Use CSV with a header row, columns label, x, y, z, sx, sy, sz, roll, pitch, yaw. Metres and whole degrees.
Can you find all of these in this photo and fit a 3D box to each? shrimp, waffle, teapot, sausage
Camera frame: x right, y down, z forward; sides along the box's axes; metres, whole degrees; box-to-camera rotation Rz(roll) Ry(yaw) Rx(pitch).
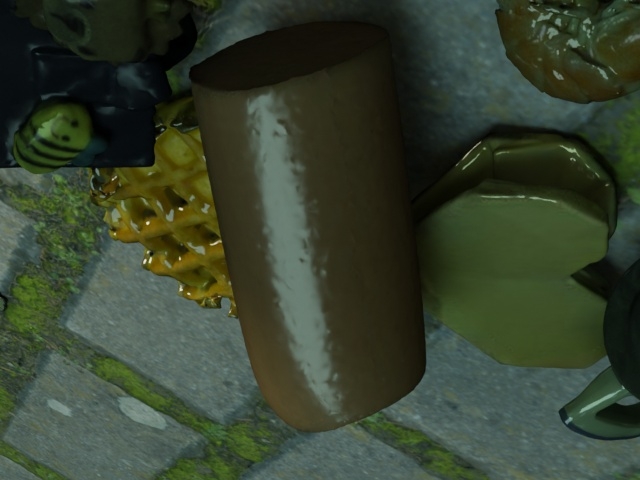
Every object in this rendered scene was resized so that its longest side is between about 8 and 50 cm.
label,x,y,z,sx,sy,sz,roll,pitch,yaw
shrimp,0.164,-0.130,0.545,0.180,0.041,0.099,-21,108,50
waffle,-0.073,-0.017,0.831,0.262,0.060,0.280,21,146,10
teapot,0.242,0.081,0.679,0.108,0.149,0.111,26,-178,-44
sausage,0.000,0.000,0.669,0.123,0.123,0.252,4,117,31

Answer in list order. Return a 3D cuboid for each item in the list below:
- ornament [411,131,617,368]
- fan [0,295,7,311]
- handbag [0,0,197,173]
label,x,y,z,sx,sy,sz,roll,pitch,yaw
ornament,0.113,0.016,0.730,0.180,0.059,0.201,1,139,18
fan,-0.386,0.069,1.215,0.056,0.004,0.083,31,146,-6
handbag,-0.228,-0.163,0.585,0.329,0.122,0.303,1,142,-10
